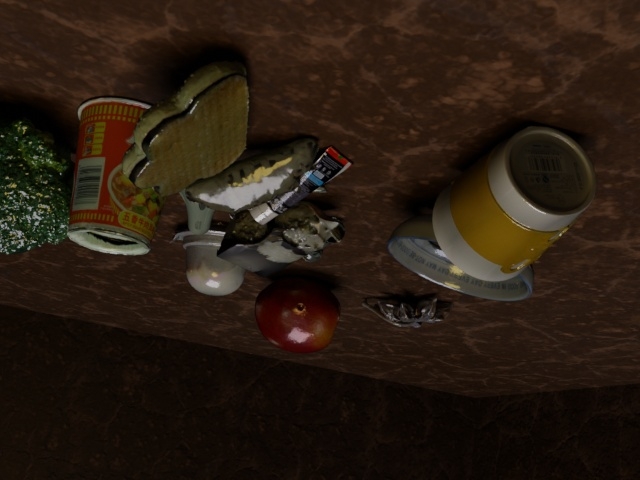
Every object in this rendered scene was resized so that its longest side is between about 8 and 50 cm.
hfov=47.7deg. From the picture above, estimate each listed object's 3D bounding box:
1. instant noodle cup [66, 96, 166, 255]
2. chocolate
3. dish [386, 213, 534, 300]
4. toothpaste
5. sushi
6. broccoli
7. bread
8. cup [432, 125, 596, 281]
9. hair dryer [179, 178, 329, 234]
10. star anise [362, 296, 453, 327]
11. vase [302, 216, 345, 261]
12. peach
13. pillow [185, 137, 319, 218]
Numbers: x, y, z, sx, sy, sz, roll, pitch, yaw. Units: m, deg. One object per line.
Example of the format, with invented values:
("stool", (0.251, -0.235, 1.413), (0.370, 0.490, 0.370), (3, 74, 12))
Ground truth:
("instant noodle cup", (-0.317, -0.093, 1.170), (0.193, 0.212, 0.193), (6, 161, 2))
("chocolate", (-0.249, 0.052, 1.680), (0.222, 0.147, 0.221), (10, 163, 3))
("dish", (0.273, 0.000, 1.339), (0.274, 0.133, 0.273), (21, 164, 6))
("toothpaste", (-0.036, -0.094, 1.246), (0.194, 0.045, 0.071), (-34, 144, 21))
("sushi", (-0.072, -0.032, 1.461), (0.273, 0.109, 0.134), (-26, 141, 35))
("broccoli", (-0.520, -0.110, 1.228), (0.295, 0.245, 0.265), (31, 117, -7))
("bread", (-0.193, -0.148, 1.037), (0.207, 0.056, 0.286), (-32, 167, -20))
("cup", (0.317, -0.067, 1.114), (0.241, 0.185, 0.226), (-23, 165, -22))
("hair dryer", (-0.150, -0.069, 1.345), (0.267, 0.092, 0.229), (14, 147, -25))
("star anise", (0.241, 0.203, 2.038), (0.263, 0.081, 0.230), (-1, 170, 18))
("vase", (0.000, 0.000, 1.563), (0.059, 0.059, 0.167), (12, 161, -13))
("peach", (-0.064, 0.197, 1.953), (0.244, 0.199, 0.243), (11, 153, 6))
("pillow", (-0.105, -0.096, 1.202), (0.241, 0.051, 0.093), (-21, 118, 10))
